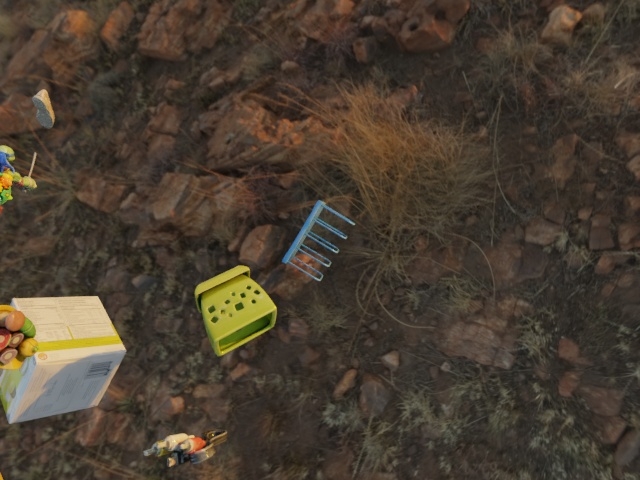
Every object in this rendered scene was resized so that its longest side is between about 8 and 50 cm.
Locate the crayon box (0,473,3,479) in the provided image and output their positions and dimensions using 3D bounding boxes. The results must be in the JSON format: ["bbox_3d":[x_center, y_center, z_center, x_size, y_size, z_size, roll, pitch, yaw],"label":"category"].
[{"bbox_3d":[-0.835,0.655,1.113,0.083,0.323,0.202,-18,98,-12],"label":"crayon box"}]

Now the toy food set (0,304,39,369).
[{"bbox_3d":[-0.766,0.230,1.192,0.071,0.217,0.128,3,43,17],"label":"toy food set"}]

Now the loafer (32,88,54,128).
[{"bbox_3d":[-0.732,-0.350,1.289,0.045,0.125,0.039,20,61,-10],"label":"loafer"}]

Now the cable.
[{"bbox_3d":[-0.287,0.483,1.178,0.140,0.287,0.072,-12,80,16],"label":"cable"}]

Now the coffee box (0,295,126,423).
[{"bbox_3d":[-1.043,0.451,1.907,0.334,0.338,0.337,46,113,30],"label":"coffee box"}]

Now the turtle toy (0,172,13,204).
[{"bbox_3d":[-0.706,-0.118,1.002,0.066,0.130,0.095,3,67,42],"label":"turtle toy"}]

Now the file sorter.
[{"bbox_3d":[0.000,0.000,1.190,0.105,0.118,0.170,31,95,2],"label":"file sorter"}]

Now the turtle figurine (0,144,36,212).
[{"bbox_3d":[-0.995,-0.176,1.468,0.275,0.198,0.266,33,95,34],"label":"turtle figurine"}]

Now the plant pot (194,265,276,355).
[{"bbox_3d":[-0.295,0.227,1.618,0.227,0.228,0.207,-26,72,-20],"label":"plant pot"}]
